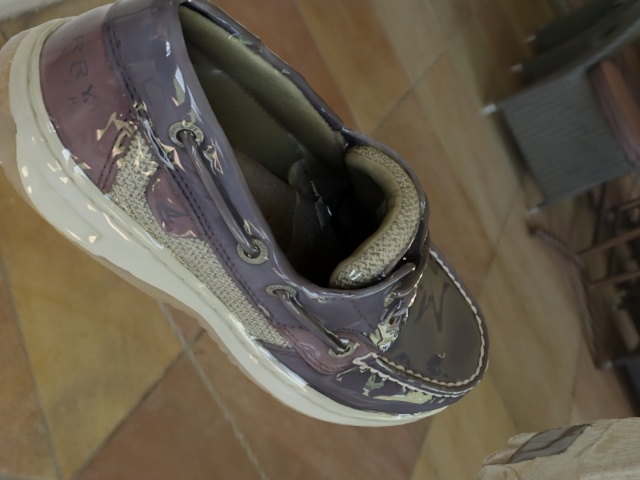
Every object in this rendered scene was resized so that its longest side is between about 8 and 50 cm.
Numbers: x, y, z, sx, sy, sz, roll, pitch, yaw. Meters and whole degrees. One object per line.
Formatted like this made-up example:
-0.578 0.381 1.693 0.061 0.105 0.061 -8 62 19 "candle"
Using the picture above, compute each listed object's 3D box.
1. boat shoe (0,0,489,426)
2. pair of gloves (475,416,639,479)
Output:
0.000 0.000 0.435 0.285 0.092 0.103 39 49 -39 "boat shoe"
0.125 0.174 0.686 0.240 0.204 0.042 -27 86 -33 "pair of gloves"
